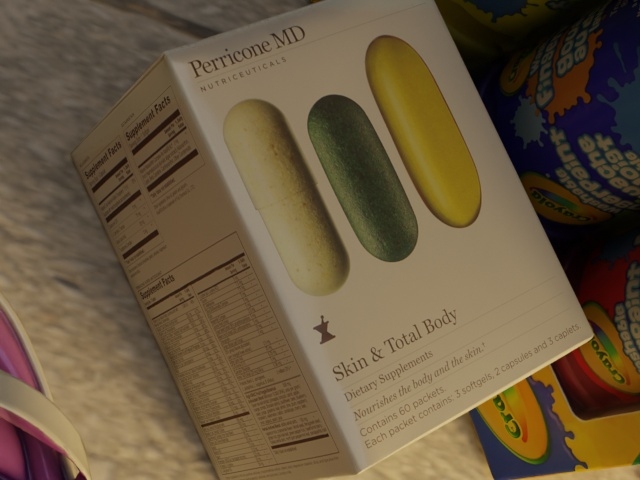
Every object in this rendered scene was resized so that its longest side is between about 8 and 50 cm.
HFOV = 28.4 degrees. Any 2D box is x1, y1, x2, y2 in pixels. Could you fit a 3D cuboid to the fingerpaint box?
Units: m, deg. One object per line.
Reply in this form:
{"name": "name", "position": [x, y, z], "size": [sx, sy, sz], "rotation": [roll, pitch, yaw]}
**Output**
{"name": "fingerpaint box", "position": [0.199, -0.081, 0.859], "size": [0.163, 0.371, 0.445], "rotation": [-18, 86, -32]}

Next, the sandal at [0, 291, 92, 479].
{"name": "sandal", "position": [-0.208, 0.141, 0.741], "size": [0.169, 0.102, 0.416], "rotation": [-29, 91, -31]}

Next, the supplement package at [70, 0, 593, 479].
{"name": "supplement package", "position": [0.000, 0.000, 0.833], "size": [0.199, 0.198, 0.263], "rotation": [-24, 88, -30]}
